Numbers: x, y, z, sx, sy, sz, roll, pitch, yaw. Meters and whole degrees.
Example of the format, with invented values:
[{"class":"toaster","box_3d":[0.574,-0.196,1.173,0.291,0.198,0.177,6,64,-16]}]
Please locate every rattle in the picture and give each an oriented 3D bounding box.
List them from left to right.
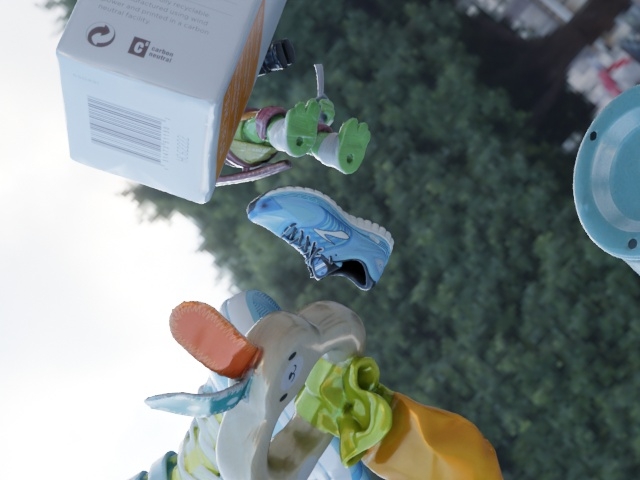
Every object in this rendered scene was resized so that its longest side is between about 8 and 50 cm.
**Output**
[{"class":"rattle","box_3d":[0.006,0.102,0.752,0.143,0.130,0.199,45,173,24]}]

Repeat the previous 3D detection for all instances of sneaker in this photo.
[{"class":"sneaker","box_3d":[-0.080,0.172,1.036,0.319,0.208,0.127,67,179,-52]},{"class":"sneaker","box_3d":[0.000,0.000,1.384,0.162,0.063,0.073,24,-122,-19]}]

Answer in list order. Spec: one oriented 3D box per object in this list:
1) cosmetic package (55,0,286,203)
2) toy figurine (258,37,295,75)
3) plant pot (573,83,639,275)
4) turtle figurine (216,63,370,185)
[{"class":"cosmetic package","box_3d":[-0.111,-0.296,1.424,0.162,0.453,0.230,18,157,1]},{"class":"toy figurine","box_3d":[-0.136,-0.326,1.854,0.213,0.148,0.209,35,-127,-49]},{"class":"plant pot","box_3d":[0.412,-0.052,1.432,0.255,0.271,0.271,13,-152,-38]},{"class":"turtle figurine","box_3d":[-0.057,-0.193,1.806,0.266,0.274,0.197,22,151,48]}]
